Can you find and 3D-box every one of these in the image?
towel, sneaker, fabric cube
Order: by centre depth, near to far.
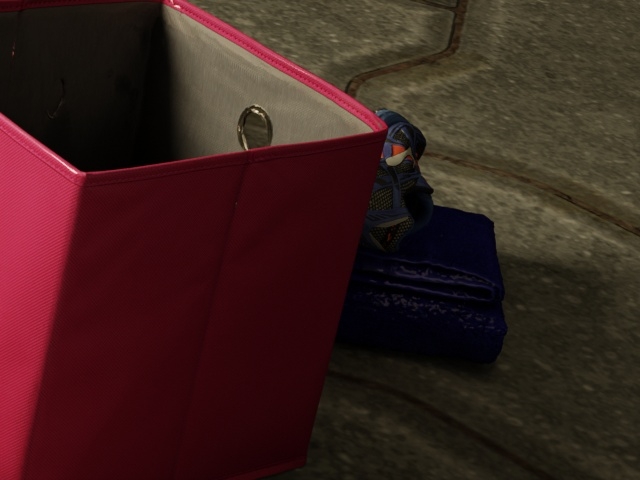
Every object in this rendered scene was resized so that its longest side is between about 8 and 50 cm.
[{"bbox_3d":[-0.147,0.004,1.268,0.259,0.258,0.254,-11,33,-42],"label":"fabric cube"},{"bbox_3d":[0.049,-0.038,1.517,0.087,0.083,0.221,29,26,5],"label":"sneaker"},{"bbox_3d":[0.000,0.000,1.569,0.308,0.076,0.227,12,25,-5],"label":"towel"}]
